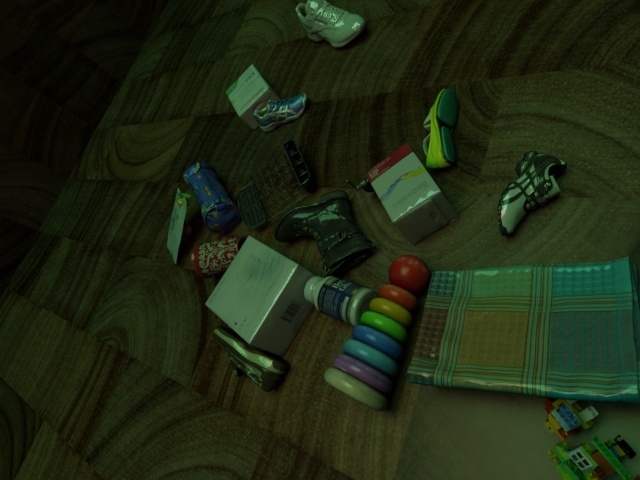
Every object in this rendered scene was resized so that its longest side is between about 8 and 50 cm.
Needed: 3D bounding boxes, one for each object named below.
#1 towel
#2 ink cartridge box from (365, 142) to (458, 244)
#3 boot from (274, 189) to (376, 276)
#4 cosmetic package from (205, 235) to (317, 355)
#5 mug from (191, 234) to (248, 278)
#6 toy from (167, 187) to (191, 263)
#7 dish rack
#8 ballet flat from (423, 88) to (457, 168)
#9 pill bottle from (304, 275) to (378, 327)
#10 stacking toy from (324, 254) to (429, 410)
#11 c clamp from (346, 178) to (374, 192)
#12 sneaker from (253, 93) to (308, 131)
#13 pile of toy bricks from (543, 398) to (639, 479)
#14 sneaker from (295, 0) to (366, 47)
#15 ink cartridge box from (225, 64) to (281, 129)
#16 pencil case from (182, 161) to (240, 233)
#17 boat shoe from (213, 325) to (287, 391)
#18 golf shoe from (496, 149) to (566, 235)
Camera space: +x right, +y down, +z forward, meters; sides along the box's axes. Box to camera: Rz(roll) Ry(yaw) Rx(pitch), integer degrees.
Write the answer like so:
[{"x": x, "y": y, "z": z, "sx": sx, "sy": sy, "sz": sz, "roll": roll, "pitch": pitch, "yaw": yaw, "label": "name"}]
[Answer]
[{"x": 0.355, "y": 0.148, "z": 0.785, "sx": 0.370, "sy": 0.040, "sz": 0.271, "roll": -7, "pitch": 42, "yaw": 34, "label": "towel"}, {"x": 0.213, "y": -0.107, "z": 1.027, "sx": 0.127, "sy": 0.128, "sz": 0.176, "roll": -35, "pitch": 49, "yaw": 16, "label": "ink cartridge box"}, {"x": 0.000, "y": 0.000, "z": 1.152, "sx": 0.263, "sy": 0.091, "sz": 0.229, "roll": -29, "pitch": 50, "yaw": 18, "label": "boot"}, {"x": -0.147, "y": 0.140, "z": 1.152, "sx": 0.225, "sy": 0.138, "sz": 0.224, "roll": 26, "pitch": 82, "yaw": 44, "label": "cosmetic package"}, {"x": -0.292, "y": 0.030, "z": 1.343, "sx": 0.169, "sy": 0.113, "sz": 0.150, "roll": -13, "pitch": 60, "yaw": 27, "label": "mug"}, {"x": -0.488, "y": -0.053, "z": 1.544, "sx": 0.137, "sy": 0.056, "sz": 0.237, "roll": 44, "pitch": 126, "yaw": 49, "label": "toy"}, {"x": -0.151, "y": -0.166, "z": 1.364, "sx": 0.272, "sy": 0.074, "sz": 0.208, "roll": -33, "pitch": 49, "yaw": 12, "label": "dish rack"}, {"x": 0.297, "y": -0.280, "z": 1.107, "sx": 0.077, "sy": 0.077, "sz": 0.230, "roll": -19, "pitch": 55, "yaw": 48, "label": "ballet flat"}, {"x": 0.044, "y": 0.138, "z": 1.037, "sx": 0.169, "sy": 0.094, "sz": 0.094, "roll": 15, "pitch": 75, "yaw": 41, "label": "pill bottle"}, {"x": 0.142, "y": 0.179, "z": 0.928, "sx": 0.141, "sy": 0.141, "sz": 0.330, "roll": 17, "pitch": 71, "yaw": 41, "label": "stacking toy"}, {"x": 0.156, "y": -0.165, "z": 1.106, "sx": 0.161, "sy": 0.137, "sz": 0.022, "roll": -32, "pitch": 68, "yaw": 12, "label": "c clamp"}, {"x": -0.138, "y": -0.452, "z": 1.520, "sx": 0.211, "sy": 0.081, "sz": 0.080, "roll": -24, "pitch": 51, "yaw": 22, "label": "sneaker"}, {"x": 0.402, "y": 0.348, "z": 0.660, "sx": 0.212, "sy": 0.118, "sz": 0.105, "roll": 57, "pitch": 140, "yaw": 32, "label": "pile of toy bricks"}, {"x": 0.024, "y": -0.767, "z": 1.531, "sx": 0.305, "sy": 0.152, "sz": 0.114, "roll": 28, "pitch": 82, "yaw": 41, "label": "sneaker"}, {"x": -0.253, "y": -0.541, "z": 1.649, "sx": 0.154, "sy": 0.093, "sz": 0.212, "roll": -41, "pitch": 46, "yaw": 12, "label": "ink cartridge box"}, {"x": -0.377, "y": -0.157, "z": 1.498, "sx": 0.119, "sy": 0.133, "sz": 0.306, "roll": -22, "pitch": 47, "yaw": -16, "label": "pencil case"}, {"x": -0.203, "y": 0.305, "z": 1.130, "sx": 0.257, "sy": 0.095, "sz": 0.095, "roll": 19, "pitch": 83, "yaw": 41, "label": "boat shoe"}, {"x": 0.431, "y": -0.095, "z": 0.895, "sx": 0.094, "sy": 0.077, "sz": 0.198, "roll": 20, "pitch": 80, "yaw": 42, "label": "golf shoe"}]
